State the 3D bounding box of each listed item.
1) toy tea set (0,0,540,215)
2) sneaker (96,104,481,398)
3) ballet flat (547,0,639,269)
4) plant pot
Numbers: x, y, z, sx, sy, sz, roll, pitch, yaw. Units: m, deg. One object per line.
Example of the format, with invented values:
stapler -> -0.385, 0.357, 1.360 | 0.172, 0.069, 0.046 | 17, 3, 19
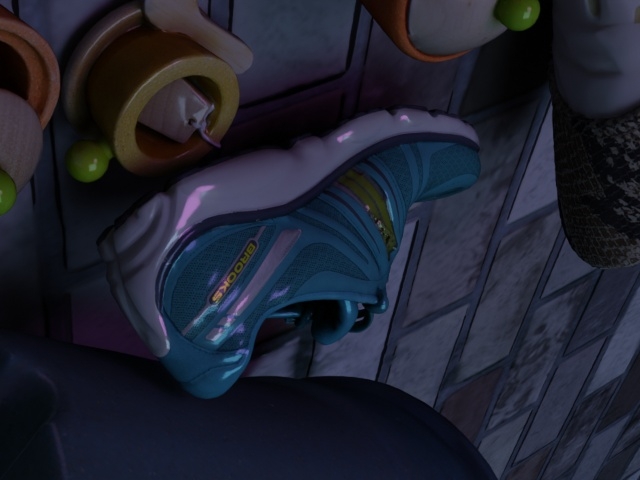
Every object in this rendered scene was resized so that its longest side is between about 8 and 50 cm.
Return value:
toy tea set -> -0.026, -0.103, 0.451 | 0.336, 0.124, 0.200 | -39, 149, -7
sneaker -> 0.000, 0.000, 0.584 | 0.275, 0.110, 0.107 | -25, 178, -44
ballet flat -> 0.247, -0.211, 0.637 | 0.182, 0.164, 0.483 | 22, 109, -33
plant pot -> -0.102, 0.205, 0.578 | 0.341, 0.341, 0.334 | -48, 141, 9
